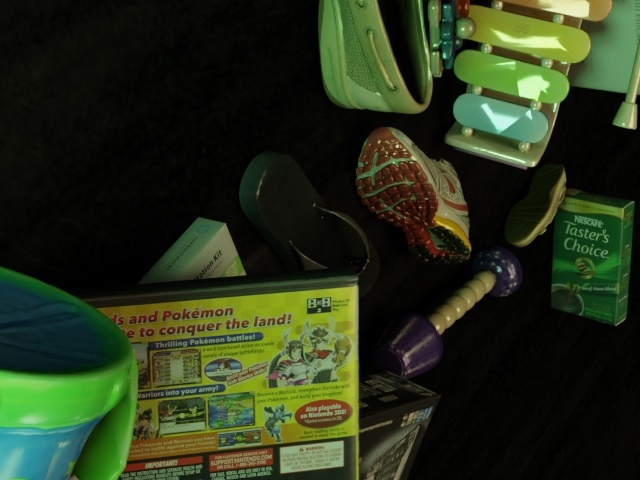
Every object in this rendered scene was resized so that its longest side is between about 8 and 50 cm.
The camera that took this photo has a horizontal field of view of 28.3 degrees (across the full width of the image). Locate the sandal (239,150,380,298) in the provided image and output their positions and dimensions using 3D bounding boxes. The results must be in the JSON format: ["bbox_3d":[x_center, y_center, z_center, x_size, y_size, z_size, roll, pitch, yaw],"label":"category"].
[{"bbox_3d":[-0.001,0.001,1.309,0.254,0.054,0.097,42,67,-53],"label":"sandal"}]

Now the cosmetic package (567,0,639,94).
[{"bbox_3d":[0.480,-0.385,1.573,0.329,0.393,0.327,-43,133,-41],"label":"cosmetic package"}]

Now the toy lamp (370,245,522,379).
[{"bbox_3d":[0.153,0.091,1.547,0.274,0.080,0.080,-31,125,-48],"label":"toy lamp"}]

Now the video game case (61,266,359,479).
[{"bbox_3d":[-0.100,0.155,1.083,0.275,0.035,0.248,-4,105,-14],"label":"video game case"}]

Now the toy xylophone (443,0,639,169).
[{"bbox_3d":[0.267,-0.243,1.470,0.081,0.236,0.323,-32,129,-68],"label":"toy xylophone"}]

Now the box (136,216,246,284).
[{"bbox_3d":[-0.114,0.094,1.193,0.145,0.038,0.186,-50,137,-34],"label":"box"}]

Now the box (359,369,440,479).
[{"bbox_3d":[0.005,0.266,1.306,0.307,0.076,0.242,6,106,-68],"label":"box"}]

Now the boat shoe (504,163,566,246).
[{"bbox_3d":[0.298,-0.041,1.732,0.153,0.056,0.048,-59,138,-36],"label":"boat shoe"}]

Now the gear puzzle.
[{"bbox_3d":[0.144,-0.307,1.309,0.339,0.044,0.175,-76,164,-55],"label":"gear puzzle"}]

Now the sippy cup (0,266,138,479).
[{"bbox_3d":[-0.267,0.144,0.844,0.305,0.240,0.224,15,101,-18],"label":"sippy cup"}]

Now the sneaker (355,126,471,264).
[{"bbox_3d":[0.106,-0.061,1.437,0.225,0.088,0.093,51,39,-50],"label":"sneaker"}]

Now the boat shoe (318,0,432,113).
[{"bbox_3d":[0.057,-0.288,1.244,0.121,0.110,0.341,-40,132,-42],"label":"boat shoe"}]

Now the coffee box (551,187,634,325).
[{"bbox_3d":[0.392,0.022,1.840,0.040,0.113,0.184,-25,122,-46],"label":"coffee box"}]
